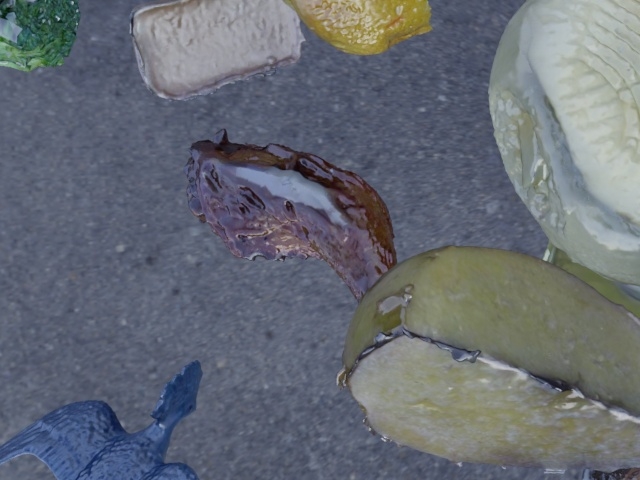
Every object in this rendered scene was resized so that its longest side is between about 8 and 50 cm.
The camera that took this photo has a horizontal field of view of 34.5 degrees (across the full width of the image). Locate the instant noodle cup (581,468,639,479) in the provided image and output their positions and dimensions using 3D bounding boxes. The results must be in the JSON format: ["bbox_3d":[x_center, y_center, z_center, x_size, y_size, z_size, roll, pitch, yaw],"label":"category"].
[{"bbox_3d":[0.369,0.238,0.877,0.207,0.217,0.217,-36,79,36],"label":"instant noodle cup"}]

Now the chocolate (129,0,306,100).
[{"bbox_3d":[-0.159,-0.311,1.536,0.083,0.261,0.161,-131,28,-53],"label":"chocolate"}]

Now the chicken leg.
[{"bbox_3d":[0.000,0.000,1.087,0.158,0.096,0.407,-43,62,-4],"label":"chicken leg"}]

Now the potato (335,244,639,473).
[{"bbox_3d":[0.091,0.053,0.498,0.172,0.089,0.100,18,142,-16],"label":"potato"}]

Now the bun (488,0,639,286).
[{"bbox_3d":[0.343,-0.111,1.070,0.364,0.202,0.364,3,68,-7],"label":"bun"}]

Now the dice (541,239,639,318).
[{"bbox_3d":[0.388,0.121,1.356,0.227,0.238,0.233,14,139,6],"label":"dice"}]

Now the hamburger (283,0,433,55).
[{"bbox_3d":[0.010,-0.329,1.148,0.157,0.283,0.144,-26,40,4],"label":"hamburger"}]

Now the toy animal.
[{"bbox_3d":[-0.206,0.229,0.998,0.239,0.255,0.176,24,131,28],"label":"toy animal"}]

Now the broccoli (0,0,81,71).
[{"bbox_3d":[-0.279,-0.181,0.590,0.294,0.265,0.245,37,112,-21],"label":"broccoli"}]
